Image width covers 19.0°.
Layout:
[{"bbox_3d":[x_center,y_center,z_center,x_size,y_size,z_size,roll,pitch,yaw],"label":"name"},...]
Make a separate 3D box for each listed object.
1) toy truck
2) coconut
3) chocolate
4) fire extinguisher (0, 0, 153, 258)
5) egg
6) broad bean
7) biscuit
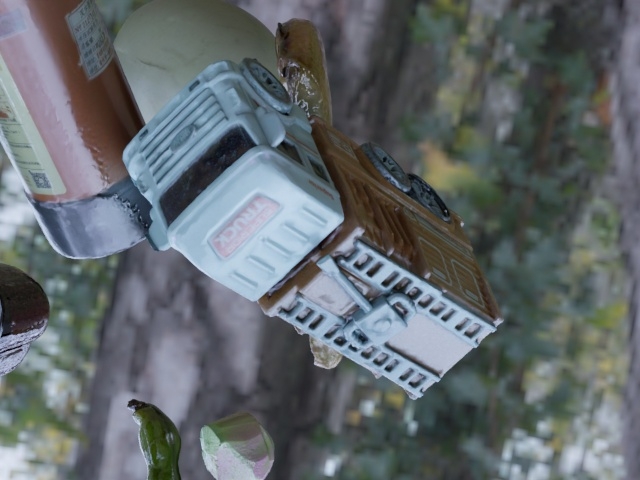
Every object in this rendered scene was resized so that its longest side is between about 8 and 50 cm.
[{"bbox_3d":[0.000,0.000,1.465,0.305,0.136,0.162,32,-159,-41],"label":"toy truck"},{"bbox_3d":[-0.086,0.227,2.045,0.081,0.082,0.083,-12,-146,-37],"label":"coconut"},{"bbox_3d":[-0.335,0.080,1.942,0.080,0.149,0.125,0,-132,-41],"label":"chocolate"},{"bbox_3d":[-0.238,-0.174,1.455,0.113,0.376,0.200,-33,-143,-17],"label":"fire extinguisher"},{"bbox_3d":[-0.149,-0.190,2.348,0.219,0.219,0.269,2,-160,-42],"label":"egg"},{"bbox_3d":[-0.161,0.273,1.928,0.053,0.256,0.052,-3,151,-9],"label":"broad bean"},{"bbox_3d":[-0.007,-0.046,1.670,0.045,0.299,0.154,-5,-164,-2],"label":"biscuit"}]
